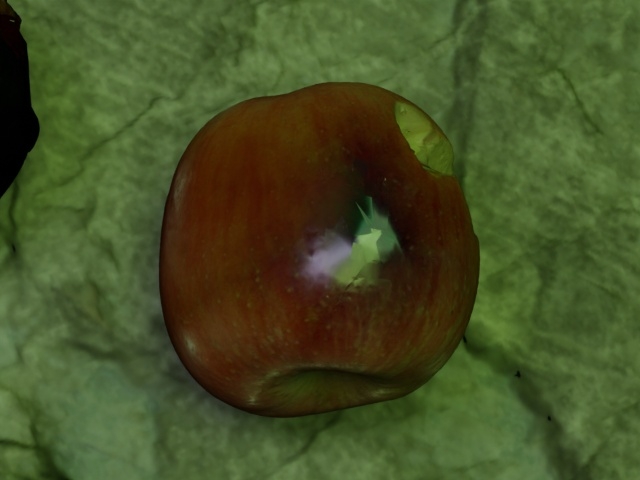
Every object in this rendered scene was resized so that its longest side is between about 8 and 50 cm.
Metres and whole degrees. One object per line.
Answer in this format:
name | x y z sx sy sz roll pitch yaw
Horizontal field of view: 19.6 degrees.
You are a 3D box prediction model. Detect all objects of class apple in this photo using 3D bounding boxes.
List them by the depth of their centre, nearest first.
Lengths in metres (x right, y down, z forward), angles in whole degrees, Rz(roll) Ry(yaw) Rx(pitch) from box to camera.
apple | 0.000 0.000 1.004 0.199 0.199 0.199 4 75 -16

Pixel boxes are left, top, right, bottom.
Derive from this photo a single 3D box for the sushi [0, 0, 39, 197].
sushi | -0.227 -0.077 0.961 0.150 0.153 0.172 38 47 16
